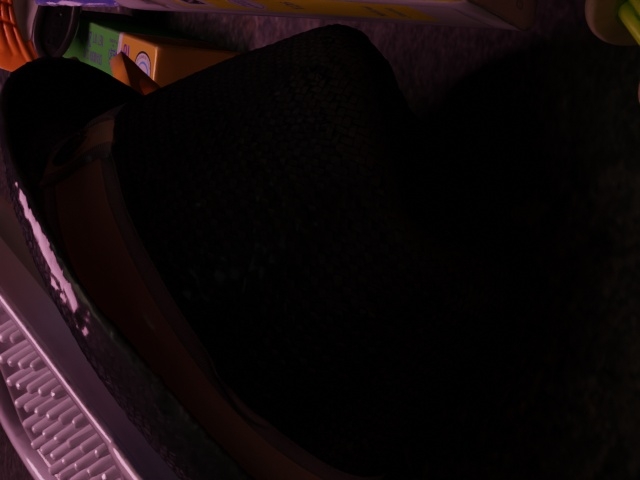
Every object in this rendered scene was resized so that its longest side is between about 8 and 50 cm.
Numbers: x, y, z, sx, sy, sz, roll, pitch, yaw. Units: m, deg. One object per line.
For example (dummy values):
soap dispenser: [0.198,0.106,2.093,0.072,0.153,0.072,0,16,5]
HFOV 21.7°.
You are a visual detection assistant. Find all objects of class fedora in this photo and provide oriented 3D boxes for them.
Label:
fedora: [0.000,0.000,0.785,0.152,0.334,0.334,-37,46,12]

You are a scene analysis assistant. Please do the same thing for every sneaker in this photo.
sneaker: [-0.205,-0.256,1.234,0.262,0.099,0.121,-70,20,2]

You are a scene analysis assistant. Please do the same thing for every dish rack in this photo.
dish rack: [-0.111,0.131,0.979,0.333,0.072,0.285,45,157,34]

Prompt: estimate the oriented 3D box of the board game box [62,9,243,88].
board game box: [-0.147,0.001,1.225,0.242,0.064,0.316,27,112,62]

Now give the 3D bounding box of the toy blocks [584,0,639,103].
toy blocks: [0.164,-0.075,0.608,0.123,0.054,0.148,-65,35,37]

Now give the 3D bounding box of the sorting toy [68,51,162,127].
sorting toy: [-0.088,0.007,0.918,0.047,0.196,0.347,-37,25,12]

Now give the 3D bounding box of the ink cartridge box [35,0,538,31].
ink cartridge box: [-0.015,-0.254,0.774,0.307,0.072,0.303,9,85,35]
